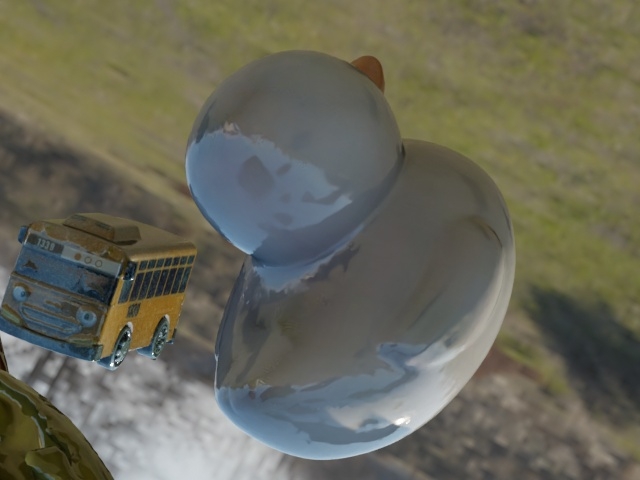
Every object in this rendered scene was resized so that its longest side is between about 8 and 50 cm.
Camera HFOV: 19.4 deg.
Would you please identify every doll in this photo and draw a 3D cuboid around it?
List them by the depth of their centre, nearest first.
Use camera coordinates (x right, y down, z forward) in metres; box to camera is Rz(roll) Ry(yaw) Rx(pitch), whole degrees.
[{"bbox_3d":[0.000,0.000,1.147,0.221,0.251,0.221,19,158,8],"label":"doll"}]

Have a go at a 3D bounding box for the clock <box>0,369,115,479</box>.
[{"bbox_3d":[-0.139,0.114,0.369,0.237,0.237,0.057,26,167,43],"label":"clock"}]

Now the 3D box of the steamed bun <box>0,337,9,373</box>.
[{"bbox_3d":[-0.318,0.073,0.808,0.379,0.248,0.235,22,-137,-51],"label":"steamed bun"}]

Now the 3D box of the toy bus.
[{"bbox_3d":[-0.162,0.032,1.392,0.091,0.103,0.182,19,-174,13],"label":"toy bus"}]
